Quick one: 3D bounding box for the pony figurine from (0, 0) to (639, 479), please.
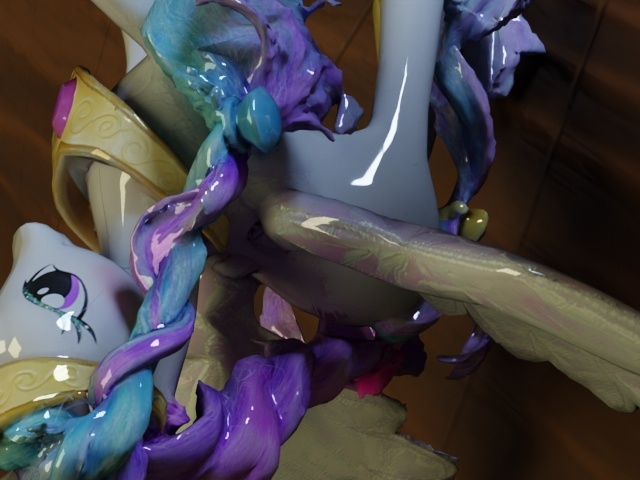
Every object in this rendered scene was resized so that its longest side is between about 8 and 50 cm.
[{"bbox_3d":[0.000,0.000,0.773,0.303,0.351,0.363,-36,35,45],"label":"pony figurine"}]
